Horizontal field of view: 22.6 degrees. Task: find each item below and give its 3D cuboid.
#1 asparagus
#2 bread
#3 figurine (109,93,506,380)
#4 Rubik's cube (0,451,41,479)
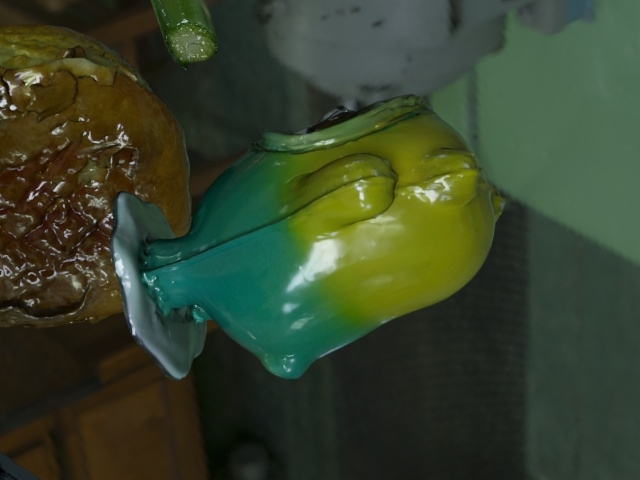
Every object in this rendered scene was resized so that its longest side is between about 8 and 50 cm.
[{"bbox_3d":[-0.171,-0.316,1.671,0.067,0.060,0.277,-33,72,45],"label":"asparagus"},{"bbox_3d":[-0.317,-0.072,1.733,0.204,0.337,0.358,-113,18,-47],"label":"bread"},{"bbox_3d":[0.000,0.000,1.469,0.323,0.340,0.231,26,-133,-71],"label":"figurine"},{"bbox_3d":[-0.386,0.283,1.334,0.283,0.293,0.288,40,172,-14],"label":"Rubik's cube"}]
